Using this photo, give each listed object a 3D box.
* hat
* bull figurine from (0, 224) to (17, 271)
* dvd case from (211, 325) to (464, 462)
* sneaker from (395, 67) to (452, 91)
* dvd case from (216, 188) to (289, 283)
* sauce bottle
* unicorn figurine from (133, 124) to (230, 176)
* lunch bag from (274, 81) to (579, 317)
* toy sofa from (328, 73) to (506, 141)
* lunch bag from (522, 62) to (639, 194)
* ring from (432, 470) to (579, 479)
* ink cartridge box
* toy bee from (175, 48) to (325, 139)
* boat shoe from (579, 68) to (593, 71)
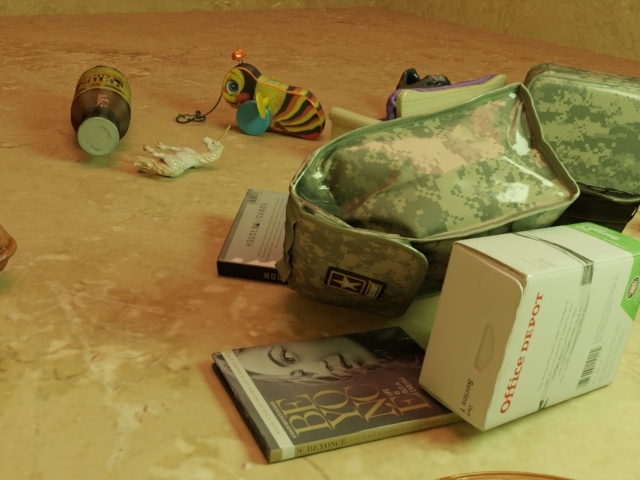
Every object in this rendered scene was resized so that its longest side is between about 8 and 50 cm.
[{"bbox_3d":[0.326,-0.019,1.088,0.332,0.133,0.331,11,5,-1],"label":"hat"},{"bbox_3d":[-0.494,-0.026,0.964,0.188,0.101,0.310,-21,32,-39],"label":"bull figurine"},{"bbox_3d":[0.022,0.142,0.786,0.221,0.018,0.164,-6,26,-24],"label":"dvd case"},{"bbox_3d":[0.261,-0.295,1.734,0.111,0.121,0.300,-15,30,-38],"label":"sneaker"},{"bbox_3d":[0.000,0.000,1.058,0.239,0.029,0.179,7,35,6],"label":"dvd case"},{"bbox_3d":[-0.403,-0.239,1.470,0.112,0.111,0.344,-1,24,-15],"label":"sauce bottle"},{"bbox_3d":[-0.239,-0.144,1.363,0.111,0.060,0.162,14,40,18],"label":"unicorn figurine"},{"bbox_3d":[0.095,-0.022,0.873,0.287,0.235,0.168,-17,70,-11],"label":"lunch bag"},{"bbox_3d":[0.188,-0.226,1.490,0.150,0.177,0.363,25,31,38],"label":"toy sofa"},{"bbox_3d":[0.514,-0.220,1.499,0.305,0.212,0.256,10,24,8],"label":"lunch bag"},{"bbox_3d":[0.174,0.259,0.529,0.337,0.032,0.336,4,22,-2],"label":"ring"},{"bbox_3d":[0.214,0.075,0.779,0.220,0.160,0.093,-6,26,-39],"label":"ink cartridge box"},{"bbox_3d":[-0.134,-0.296,1.602,0.299,0.162,0.195,-1,25,-14],"label":"toy bee"},{"bbox_3d":[0.618,-0.357,1.975,0.103,0.118,0.320,13,30,6],"label":"boat shoe"}]
